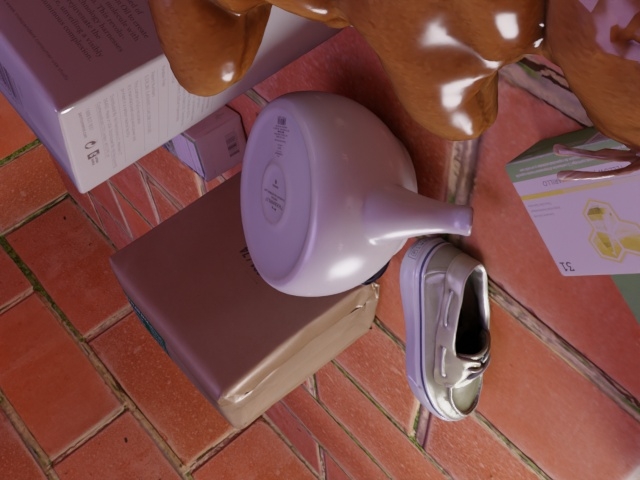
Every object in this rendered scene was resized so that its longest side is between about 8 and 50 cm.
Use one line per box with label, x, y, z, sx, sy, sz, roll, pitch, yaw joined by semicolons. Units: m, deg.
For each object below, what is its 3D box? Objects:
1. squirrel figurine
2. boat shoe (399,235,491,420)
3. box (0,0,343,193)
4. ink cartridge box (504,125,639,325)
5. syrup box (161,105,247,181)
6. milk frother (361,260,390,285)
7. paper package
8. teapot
squirrel figurine;0.107;-0.198;0.364;0.370;0.281;0.397;36;156;24
boat shoe;0.170;0.134;0.959;0.094;0.109;0.302;27;144;45
box;-0.151;-0.244;0.708;0.215;0.345;0.168;51;159;8
ink cartridge box;0.276;0.012;0.621;0.235;0.056;0.171;59;158;-9
syrup box;-0.234;-0.207;1.287;0.237;0.096;0.093;38;152;36
milk frother;0.000;0.000;1.051;0.134;0.143;0.129;24;137;56
paper package;-0.124;0.088;1.219;0.325;0.309;0.168;43;157;27
teapot;0.026;-0.054;0.880;0.252;0.187;0.256;-54;46;49
